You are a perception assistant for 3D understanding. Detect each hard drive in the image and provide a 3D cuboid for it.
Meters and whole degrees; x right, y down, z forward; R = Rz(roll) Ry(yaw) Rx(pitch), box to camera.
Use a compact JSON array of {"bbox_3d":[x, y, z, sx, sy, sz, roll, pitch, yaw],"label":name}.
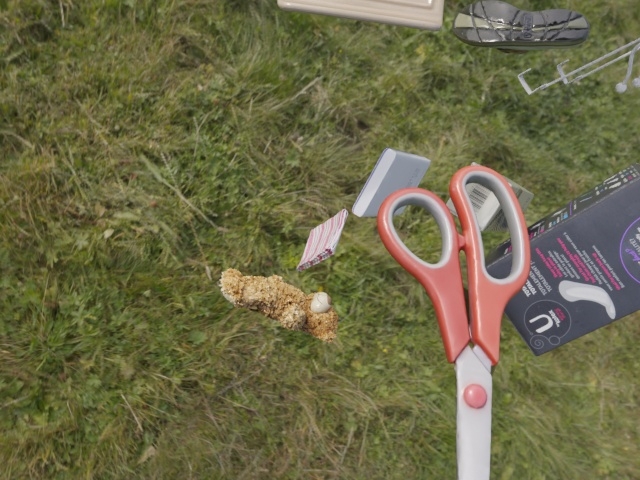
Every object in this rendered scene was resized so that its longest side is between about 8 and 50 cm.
[{"bbox_3d":[0.226,-0.171,1.628,0.040,0.210,0.318,36,20,23],"label":"hard drive"}]

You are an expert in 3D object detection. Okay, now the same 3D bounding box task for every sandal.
[{"bbox_3d":[0.455,-0.476,1.228,0.302,0.086,0.120,15,76,17],"label":"sandal"}]

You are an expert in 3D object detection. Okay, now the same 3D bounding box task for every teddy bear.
[{"bbox_3d":[-0.101,0.150,1.355,0.337,0.245,0.113,23,90,5],"label":"teddy bear"}]

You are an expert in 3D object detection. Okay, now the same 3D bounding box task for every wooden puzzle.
[{"bbox_3d":[0.062,-0.399,0.710,0.220,0.044,0.239,6,82,-4],"label":"wooden puzzle"}]

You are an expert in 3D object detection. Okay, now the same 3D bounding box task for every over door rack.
[{"bbox_3d":[0.662,-0.389,1.197,0.239,0.324,0.108,-23,102,-40],"label":"over door rack"}]

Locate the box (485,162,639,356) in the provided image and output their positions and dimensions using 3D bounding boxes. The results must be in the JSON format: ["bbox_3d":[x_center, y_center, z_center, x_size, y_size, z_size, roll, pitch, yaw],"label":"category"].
[{"bbox_3d":[0.407,0.030,0.807,0.165,0.270,0.143,56,29,3],"label":"box"}]

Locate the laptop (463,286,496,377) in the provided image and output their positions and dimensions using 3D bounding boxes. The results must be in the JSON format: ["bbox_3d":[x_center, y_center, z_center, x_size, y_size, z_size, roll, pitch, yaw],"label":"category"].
[{"bbox_3d":[0.434,0.263,1.563,0.264,0.137,0.234,35,23,16],"label":"laptop"}]

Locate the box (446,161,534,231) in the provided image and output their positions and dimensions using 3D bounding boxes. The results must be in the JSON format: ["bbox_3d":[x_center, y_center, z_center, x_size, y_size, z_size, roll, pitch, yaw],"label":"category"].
[{"bbox_3d":[0.373,-0.086,1.143,0.094,0.113,0.275,38,20,25],"label":"box"}]

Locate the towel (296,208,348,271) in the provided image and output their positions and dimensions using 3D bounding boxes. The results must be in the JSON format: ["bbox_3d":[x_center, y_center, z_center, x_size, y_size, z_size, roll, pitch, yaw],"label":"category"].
[{"bbox_3d":[0.000,0.000,1.485,0.029,0.197,0.144,32,58,-19],"label":"towel"}]

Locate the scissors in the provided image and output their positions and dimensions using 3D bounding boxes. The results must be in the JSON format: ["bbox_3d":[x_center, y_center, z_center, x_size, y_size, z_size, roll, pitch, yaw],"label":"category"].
[{"bbox_3d":[0.111,0.084,0.351,0.108,0.021,0.297,-6,69,-6],"label":"scissors"}]
